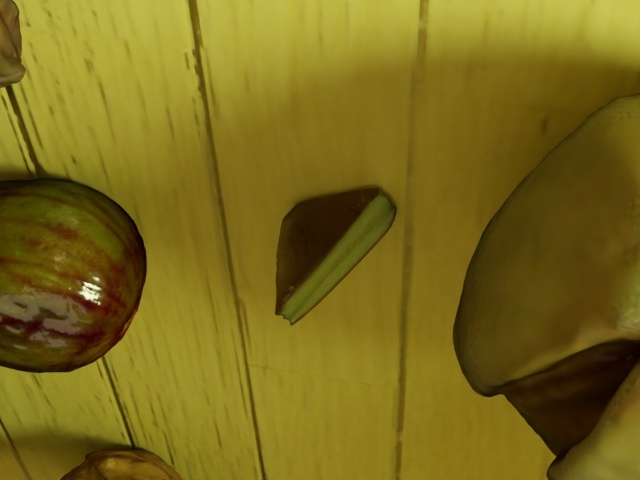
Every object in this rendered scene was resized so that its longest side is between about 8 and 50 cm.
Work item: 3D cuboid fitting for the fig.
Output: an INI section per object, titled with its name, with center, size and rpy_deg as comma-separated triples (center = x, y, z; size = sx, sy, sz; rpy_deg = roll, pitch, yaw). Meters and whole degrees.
[fig]
center = -0.169, 0.010, 0.865
size = 0.155, 0.103, 0.109
rpy_deg = 24, 115, -1

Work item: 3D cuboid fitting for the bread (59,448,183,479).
[bread]
center = -0.149, 0.233, 1.217
size = 0.139, 0.143, 0.229
rpy_deg = 42, 164, 24

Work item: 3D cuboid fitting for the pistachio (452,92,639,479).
[pistachio]
center = 0.159, 0.023, 0.714
size = 0.166, 0.197, 0.288
rpy_deg = 55, 165, 8

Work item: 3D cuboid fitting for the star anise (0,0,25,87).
[star anise]
center = -0.221, -0.082, 0.716
size = 0.220, 0.099, 0.214
rpy_deg = -12, 159, 30

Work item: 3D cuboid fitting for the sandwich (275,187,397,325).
[sandwich]
center = 0.000, 0.000, 0.843
size = 0.083, 0.044, 0.031
rpy_deg = -46, 137, 8
